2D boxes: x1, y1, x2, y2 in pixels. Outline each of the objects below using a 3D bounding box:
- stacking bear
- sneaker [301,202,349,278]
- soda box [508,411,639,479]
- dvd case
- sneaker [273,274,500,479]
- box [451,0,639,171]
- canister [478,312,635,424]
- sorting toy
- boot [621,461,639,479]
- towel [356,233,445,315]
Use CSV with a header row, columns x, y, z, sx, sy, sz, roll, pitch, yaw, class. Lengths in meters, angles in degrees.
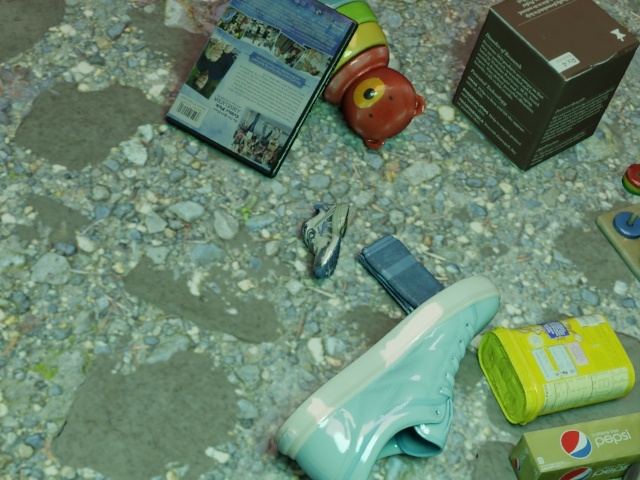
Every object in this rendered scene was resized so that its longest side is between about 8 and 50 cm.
x,y,z,sx,sy,sz,roll,pitch,yaw,class
0.032,-0.272,1.999,0.175,0.164,0.289,-37,77,3,stacking bear
0.000,0.000,1.842,0.058,0.052,0.135,10,42,6,sneaker
0.333,0.265,1.699,0.181,0.061,0.058,-7,53,-20,soda box
-0.083,-0.238,1.926,0.180,0.022,0.253,29,89,8,dvd case
0.117,0.189,1.673,0.366,0.135,0.150,-37,76,-26,sneaker
0.330,-0.246,2.023,0.168,0.203,0.167,-26,62,-32,box
0.308,0.163,1.770,0.170,0.073,0.126,-8,55,-23,canister
0.496,-0.002,1.971,0.132,0.046,0.274,-16,58,-25,sorting toy
0.447,0.413,1.583,0.264,0.096,0.280,23,48,5,boot
0.110,0.046,1.840,0.067,0.029,0.119,-28,63,-32,towel
